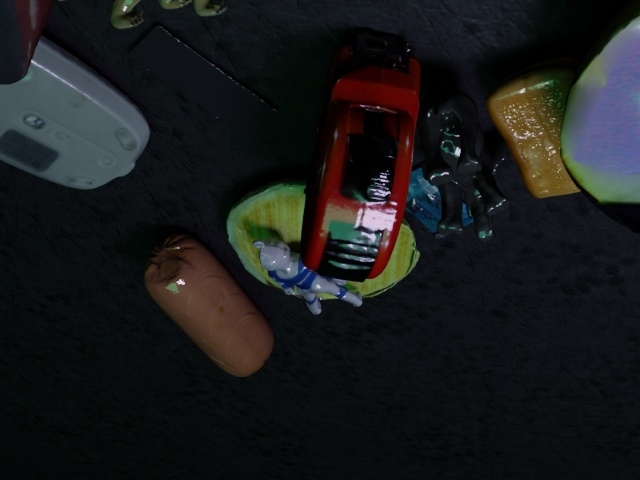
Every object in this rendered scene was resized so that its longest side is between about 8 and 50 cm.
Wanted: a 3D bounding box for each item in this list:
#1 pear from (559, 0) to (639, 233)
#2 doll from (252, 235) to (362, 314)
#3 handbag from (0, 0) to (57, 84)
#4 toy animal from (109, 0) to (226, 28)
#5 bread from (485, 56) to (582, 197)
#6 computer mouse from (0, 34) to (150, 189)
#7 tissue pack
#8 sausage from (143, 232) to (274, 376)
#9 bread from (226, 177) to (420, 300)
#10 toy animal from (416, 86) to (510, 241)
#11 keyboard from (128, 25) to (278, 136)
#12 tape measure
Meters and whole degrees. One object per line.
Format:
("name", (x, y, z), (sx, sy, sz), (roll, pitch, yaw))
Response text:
("pear", (0.454, -0.179, 0.941), (0.398, 0.165, 0.399), (6, 142, 5))
("doll", (-0.026, 0.049, 1.364), (0.114, 0.057, 0.227), (-9, 151, 31))
("handbag", (-0.359, -0.309, 0.949), (0.181, 0.181, 0.254), (8, 143, -3))
("toy animal", (-0.134, -0.306, 0.992), (0.218, 0.103, 0.101), (-2, 117, 22))
("bread", (0.287, -0.140, 1.102), (0.116, 0.077, 0.200), (-12, 135, 28))
("computer mouse", (-0.383, -0.183, 1.189), (0.197, 0.095, 0.331), (-32, 137, 24))
("tissue pack", (0.159, -0.050, 1.289), (0.085, 0.028, 0.138), (-25, 133, 36))
("sausage", (-0.184, 0.110, 1.492), (0.121, 0.121, 0.304), (-10, 138, 24))
("bread", (0.005, -0.001, 1.370), (0.301, 0.045, 0.301), (6, 145, 4))
("toy animal", (0.185, -0.092, 1.122), (0.114, 0.146, 0.245), (-9, 143, 5))
("keyboard", (-0.150, -0.206, 1.171), (0.196, 0.015, 0.074), (33, 133, -27))
("tape measure", (0.041, -0.082, 1.101), (0.114, 0.260, 0.253), (10, 148, -4))
